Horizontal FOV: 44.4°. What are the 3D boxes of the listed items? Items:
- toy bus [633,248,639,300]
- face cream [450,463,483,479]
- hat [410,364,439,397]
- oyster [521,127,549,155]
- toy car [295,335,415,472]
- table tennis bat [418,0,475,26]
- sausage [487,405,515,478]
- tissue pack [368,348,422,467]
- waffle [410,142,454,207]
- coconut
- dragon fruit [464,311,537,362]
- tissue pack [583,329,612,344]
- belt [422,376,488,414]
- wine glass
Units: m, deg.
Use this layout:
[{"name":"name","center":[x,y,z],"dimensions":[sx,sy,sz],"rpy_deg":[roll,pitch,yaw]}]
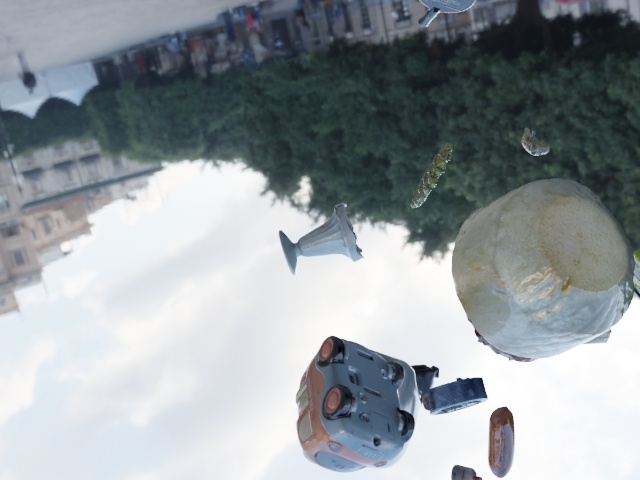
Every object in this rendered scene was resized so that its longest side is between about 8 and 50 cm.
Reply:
[{"name":"toy bus","center":[0.939,0.061,2.023],"dimensions":[0.262,0.150,0.128],"rpy_deg":[-20,-141,-1]},{"name":"face cream","center":[0.292,0.472,1.563],"dimensions":[0.021,0.040,0.083],"rpy_deg":[16,167,-25]},{"name":"hat","center":[0.205,0.482,2.527],"dimensions":[0.336,0.208,0.238],"rpy_deg":[9,176,11]},{"name":"oyster","center":[0.608,-0.274,2.206],"dimensions":[0.083,0.080,0.038],"rpy_deg":[6,-153,4]},{"name":"toy car","center":[0.044,0.335,1.537],"dimensions":[0.212,0.181,0.270],"rpy_deg":[-48,-150,28]},{"name":"table tennis bat","center":[0.314,-0.621,2.044],"dimensions":[0.150,0.027,0.236],"rpy_deg":[13,166,-12]},{"name":"sausage","center":[0.479,0.533,2.071],"dimensions":[0.077,0.194,0.077],"rpy_deg":[0,-169,0]},{"name":"tissue pack","center":[0.104,0.399,1.804],"dimensions":[0.230,0.333,0.236],"rpy_deg":[15,-111,20]},{"name":"waffle","center":[0.292,-0.168,2.058],"dimensions":[0.169,0.036,0.183],"rpy_deg":[-62,180,-26]},{"name":"coconut","center":[0.374,0.049,1.363],"dimensions":[0.329,0.328,0.329],"rpy_deg":[-11,-165,3]},{"name":"dragon fruit","center":[0.486,0.132,1.816],"dimensions":[0.277,0.277,0.342],"rpy_deg":[-29,167,-48]},{"name":"tissue pack","center":[0.633,0.184,2.055],"dimensions":[0.222,0.090,0.186],"rpy_deg":[-7,-122,9]},{"name":"belt","center":[0.394,0.456,2.303],"dimensions":[0.190,0.082,0.141],"rpy_deg":[-25,154,29]},{"name":"wine glass","center":[0.000,0.000,2.054],"dimensions":[0.197,0.164,0.165],"rpy_deg":[-16,-166,3]}]
